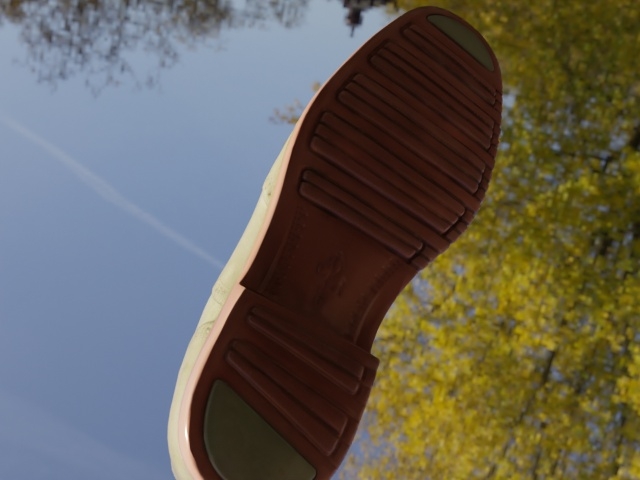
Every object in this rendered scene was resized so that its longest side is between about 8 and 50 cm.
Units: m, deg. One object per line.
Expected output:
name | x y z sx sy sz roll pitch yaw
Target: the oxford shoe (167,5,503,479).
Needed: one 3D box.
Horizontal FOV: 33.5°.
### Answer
oxford shoe | 0.000 0.000 0.747 0.140 0.397 0.146 38 155 -12
